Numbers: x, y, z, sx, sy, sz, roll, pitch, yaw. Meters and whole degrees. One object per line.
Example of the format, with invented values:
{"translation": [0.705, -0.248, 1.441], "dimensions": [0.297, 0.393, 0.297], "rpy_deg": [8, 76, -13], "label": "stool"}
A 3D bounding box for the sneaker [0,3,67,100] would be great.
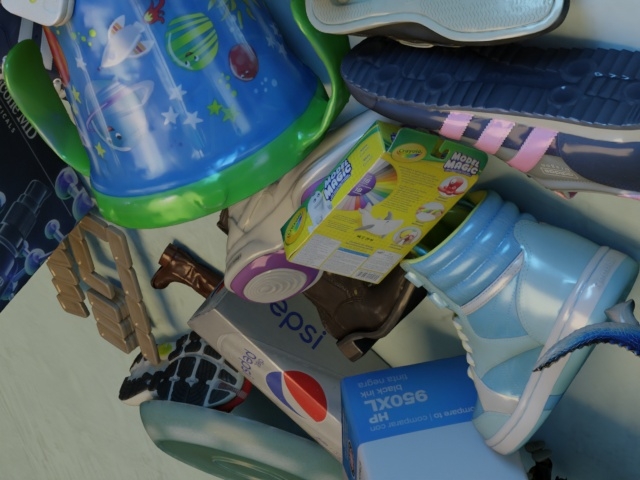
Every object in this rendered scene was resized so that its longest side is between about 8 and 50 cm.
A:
{"translation": [-0.303, -0.179, 1.923], "dimensions": [0.282, 0.153, 0.099], "rpy_deg": [43, 154, -9], "label": "sneaker"}

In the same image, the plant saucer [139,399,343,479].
{"translation": [-0.083, 0.274, 2.381], "dimensions": [0.317, 0.044, 0.317], "rpy_deg": [17, 164, 5], "label": "plant saucer"}

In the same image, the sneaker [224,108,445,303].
{"translation": [-0.003, -0.067, 1.762], "dimensions": [0.114, 0.152, 0.305], "rpy_deg": [16, 142, -33], "label": "sneaker"}

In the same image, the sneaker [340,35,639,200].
{"translation": [0.156, -0.091, 1.528], "dimensions": [0.319, 0.112, 0.131], "rpy_deg": [18, 145, 38], "label": "sneaker"}

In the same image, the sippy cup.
{"translation": [-0.135, -0.165, 1.679], "dimensions": [0.240, 0.305, 0.224], "rpy_deg": [-111, -3, -64], "label": "sippy cup"}

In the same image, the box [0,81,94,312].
{"translation": [-0.498, -0.025, 2.148], "dimensions": [0.212, 0.395, 0.293], "rpy_deg": [16, 147, 37], "label": "box"}

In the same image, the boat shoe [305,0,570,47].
{"translation": [0.101, -0.193, 1.499], "dimensions": [0.233, 0.084, 0.079], "rpy_deg": [5, 178, 38], "label": "boat shoe"}

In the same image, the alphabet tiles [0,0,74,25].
{"translation": [-0.242, -0.327, 1.563], "dimensions": [0.278, 0.021, 0.284], "rpy_deg": [23, 113, 30], "label": "alphabet tiles"}

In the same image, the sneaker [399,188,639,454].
{"translation": [0.155, 0.064, 1.772], "dimensions": [0.208, 0.127, 0.319], "rpy_deg": [32, 144, 8], "label": "sneaker"}

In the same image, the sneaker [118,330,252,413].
{"translation": [-0.147, 0.182, 2.410], "dimensions": [0.118, 0.107, 0.279], "rpy_deg": [30, 163, -25], "label": "sneaker"}

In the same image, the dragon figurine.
{"translation": [0.305, 0.101, 1.549], "dimensions": [0.085, 0.289, 0.144], "rpy_deg": [-33, 79, 42], "label": "dragon figurine"}

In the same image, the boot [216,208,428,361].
{"translation": [0.000, 0.000, 1.911], "dimensions": [0.229, 0.091, 0.263], "rpy_deg": [46, 147, 2], "label": "boot"}

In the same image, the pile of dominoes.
{"translation": [-0.277, 0.034, 2.384], "dimensions": [0.196, 0.040, 0.251], "rpy_deg": [30, 146, 34], "label": "pile of dominoes"}

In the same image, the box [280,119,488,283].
{"translation": [0.056, -0.039, 1.648], "dimensions": [0.105, 0.043, 0.179], "rpy_deg": [15, 136, -33], "label": "box"}

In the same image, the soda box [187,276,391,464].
{"translation": [-0.007, 0.146, 2.139], "dimensions": [0.286, 0.098, 0.091], "rpy_deg": [43, 154, -9], "label": "soda box"}

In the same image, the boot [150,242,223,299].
{"translation": [-0.142, 0.059, 2.248], "dimensions": [0.114, 0.037, 0.106], "rpy_deg": [32, 156, 3], "label": "boot"}

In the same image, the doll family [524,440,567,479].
{"translation": [0.244, 0.287, 2.030], "dimensions": [0.193, 0.076, 0.111], "rpy_deg": [-117, 13, -62], "label": "doll family"}

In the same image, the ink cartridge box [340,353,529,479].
{"translation": [0.138, 0.359, 1.929], "dimensions": [0.285, 0.166, 0.395], "rpy_deg": [88, 170, -46], "label": "ink cartridge box"}
